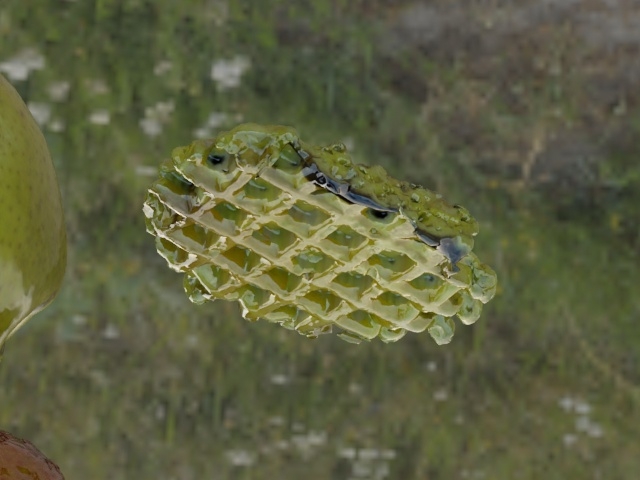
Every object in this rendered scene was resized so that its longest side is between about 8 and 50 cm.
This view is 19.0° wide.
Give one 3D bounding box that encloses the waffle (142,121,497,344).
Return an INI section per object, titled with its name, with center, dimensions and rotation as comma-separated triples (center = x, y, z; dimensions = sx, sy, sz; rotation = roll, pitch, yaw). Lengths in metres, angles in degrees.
[waffle]
center = -0.001, 0.003, 1.634
dimensions = 0.312, 0.060, 0.307
rotation = 9, 150, 1

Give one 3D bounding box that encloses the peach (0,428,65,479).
[peach]
center = -0.318, 0.265, 1.583
dimensions = 0.281, 0.238, 0.281
rotation = -36, 179, -1

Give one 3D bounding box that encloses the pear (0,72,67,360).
[pear]
center = -0.442, -0.038, 1.833
dimensions = 0.418, 0.362, 0.362
rotation = 46, 148, -3
